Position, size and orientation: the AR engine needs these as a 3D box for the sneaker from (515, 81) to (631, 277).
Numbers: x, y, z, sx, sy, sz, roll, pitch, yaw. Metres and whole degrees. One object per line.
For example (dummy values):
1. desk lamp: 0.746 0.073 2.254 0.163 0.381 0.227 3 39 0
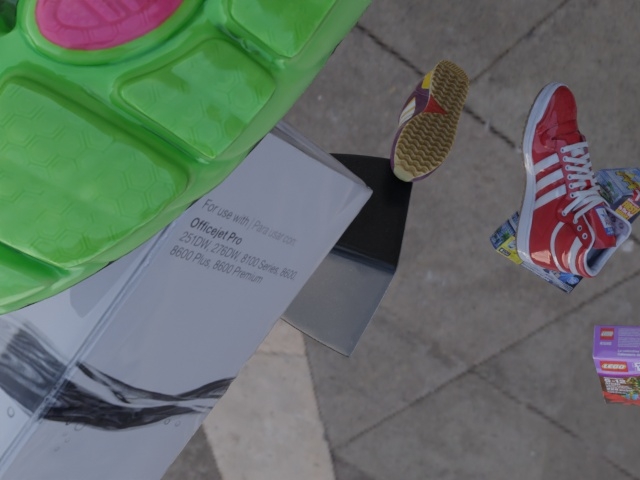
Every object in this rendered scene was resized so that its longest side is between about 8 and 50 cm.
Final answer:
1. sneaker: 0.157 -0.035 0.652 0.067 0.042 0.119 24 120 48

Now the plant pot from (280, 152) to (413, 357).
1. plant pot: 0.000 0.000 1.313 0.166 0.187 0.188 18 137 -4

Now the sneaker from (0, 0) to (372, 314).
1. sneaker: -0.052 -0.129 0.462 0.185 0.482 0.202 52 172 -1

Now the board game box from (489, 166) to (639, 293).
1. board game box: 0.346 -0.036 1.439 0.194 0.060 0.194 -44 137 18

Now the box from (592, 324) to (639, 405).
1. box: 0.564 0.193 1.586 0.293 0.057 0.201 0 152 21

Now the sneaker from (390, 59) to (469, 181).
1. sneaker: 0.126 -0.135 1.321 0.069 0.186 0.084 33 149 -8

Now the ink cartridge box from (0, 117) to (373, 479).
1. ink cartridge box: -0.205 0.029 0.646 0.285 0.166 0.395 41 98 28
